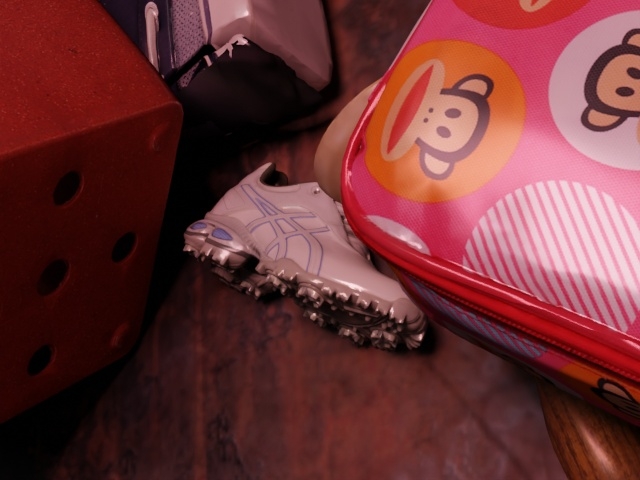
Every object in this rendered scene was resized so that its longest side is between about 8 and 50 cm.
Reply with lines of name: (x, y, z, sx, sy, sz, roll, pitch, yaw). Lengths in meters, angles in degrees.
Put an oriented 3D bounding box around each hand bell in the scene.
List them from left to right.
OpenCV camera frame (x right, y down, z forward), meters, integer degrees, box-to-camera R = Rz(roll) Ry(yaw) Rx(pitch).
hand bell: (0.101, 0.036, 0.554, 0.126, 0.126, 0.242, -34, 61, 14)

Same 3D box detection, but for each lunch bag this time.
lunch bag: (0.175, -0.063, 0.448, 0.258, 0.120, 0.293, 25, 78, 28)

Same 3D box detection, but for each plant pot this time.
plant pot: (-0.234, -0.031, 0.675, 0.235, 0.267, 0.267, 29, 121, 22)

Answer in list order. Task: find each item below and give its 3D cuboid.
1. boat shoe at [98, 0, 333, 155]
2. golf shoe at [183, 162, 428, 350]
boat shoe: (-0.090, -0.210, 0.802, 0.158, 0.127, 0.341, -23, 51, 29)
golf shoe: (0.000, 0.000, 0.655, 0.176, 0.069, 0.086, 24, 73, 40)
